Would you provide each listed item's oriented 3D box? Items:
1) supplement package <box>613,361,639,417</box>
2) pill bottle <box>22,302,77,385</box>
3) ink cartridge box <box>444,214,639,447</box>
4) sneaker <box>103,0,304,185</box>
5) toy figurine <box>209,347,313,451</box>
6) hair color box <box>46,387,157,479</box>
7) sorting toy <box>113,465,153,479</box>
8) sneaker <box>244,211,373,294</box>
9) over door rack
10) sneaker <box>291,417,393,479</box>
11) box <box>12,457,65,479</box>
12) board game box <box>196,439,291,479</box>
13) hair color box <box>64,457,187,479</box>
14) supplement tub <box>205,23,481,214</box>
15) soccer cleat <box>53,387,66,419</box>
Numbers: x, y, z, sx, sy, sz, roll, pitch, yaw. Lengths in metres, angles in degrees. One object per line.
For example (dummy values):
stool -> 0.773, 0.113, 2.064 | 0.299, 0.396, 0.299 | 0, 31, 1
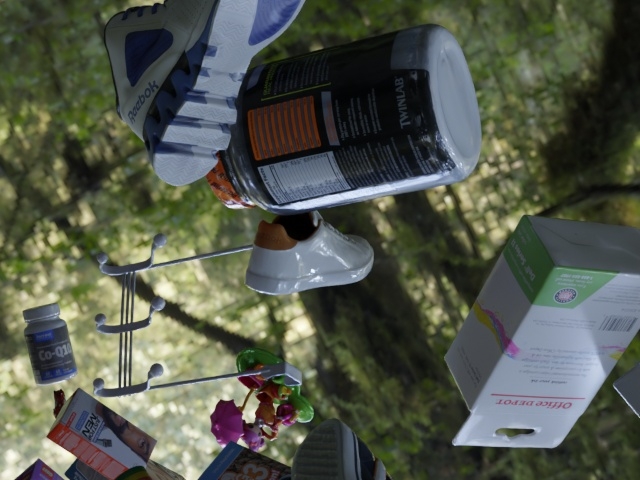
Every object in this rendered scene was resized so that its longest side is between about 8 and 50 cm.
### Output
supplement package -> 0.593, 0.274, 1.782 | 0.175, 0.293, 0.177 | -41, 160, 8
pill bottle -> -0.487, 0.184, 2.194 | 0.078, 0.137, 0.078 | -13, -176, 1
ink cartridge box -> 0.319, 0.140, 1.767 | 0.207, 0.353, 0.119 | 6, -142, -25
sneaker -> -0.153, -0.240, 1.386 | 0.127, 0.182, 0.315 | 8, 116, -54
toy figurine -> -0.114, 0.296, 2.076 | 0.130, 0.173, 0.159 | -30, -165, 49
hair color box -> -0.369, 0.336, 2.077 | 0.053, 0.167, 0.093 | -44, -165, 32
sorting toy -> -0.287, 0.363, 1.369 | 0.132, 0.046, 0.274 | -6, 140, -50
sneaker -> 0.000, 0.000, 1.809 | 0.106, 0.123, 0.290 | 14, -167, 28
over door rack -> -0.199, 0.110, 1.910 | 0.324, 0.239, 0.108 | -5, 154, 7
sneaker -> 0.034, 0.338, 1.360 | 0.126, 0.127, 0.321 | -37, -158, 25
box -> -0.336, 0.445, 1.607 | 0.201, 0.293, 0.057 | -40, -162, 14
board game box -> -0.066, 0.453, 1.733 | 0.291, 0.141, 0.232 | 19, -139, 23
hair color box -> -0.322, 0.499, 2.351 | 0.174, 0.347, 0.105 | 36, -96, 30
supplement tub -> 0.022, -0.149, 1.600 | 0.338, 0.207, 0.207 | -10, -161, 24
soccer cleat -> -0.509, 0.327, 2.404 | 0.029, 0.035, 0.083 | -17, -141, -4
